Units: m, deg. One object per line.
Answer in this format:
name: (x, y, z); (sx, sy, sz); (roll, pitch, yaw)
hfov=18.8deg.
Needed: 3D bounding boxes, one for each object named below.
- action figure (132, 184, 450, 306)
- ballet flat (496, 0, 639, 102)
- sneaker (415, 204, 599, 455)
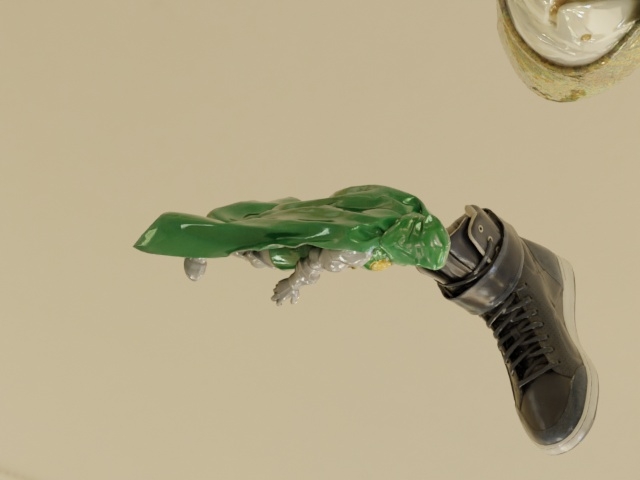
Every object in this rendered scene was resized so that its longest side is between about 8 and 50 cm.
action figure: (0.000, 0.000, 1.247); (0.232, 0.137, 0.063); (1, -70, 52)
ballet flat: (0.171, -0.180, 1.075); (0.123, 0.123, 0.348); (55, -39, 11)
sneaker: (0.158, 0.070, 1.685); (0.086, 0.163, 0.226); (-35, -141, 27)
